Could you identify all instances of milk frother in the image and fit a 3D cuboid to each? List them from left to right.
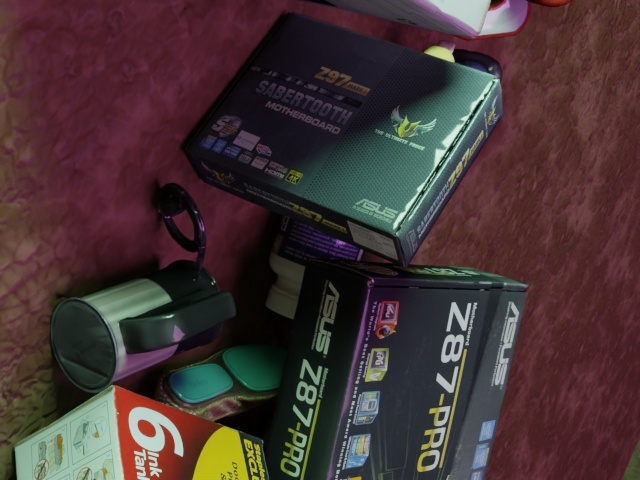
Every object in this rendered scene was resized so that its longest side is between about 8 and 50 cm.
[{"bbox_3d":[-0.157,0.037,0.900,0.134,0.129,0.143,-21,82,-51],"label":"milk frother"}]

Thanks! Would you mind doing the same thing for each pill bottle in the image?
[{"bbox_3d":[0.000,0.000,1.100,0.094,0.094,0.169,12,97,-58],"label":"pill bottle"}]

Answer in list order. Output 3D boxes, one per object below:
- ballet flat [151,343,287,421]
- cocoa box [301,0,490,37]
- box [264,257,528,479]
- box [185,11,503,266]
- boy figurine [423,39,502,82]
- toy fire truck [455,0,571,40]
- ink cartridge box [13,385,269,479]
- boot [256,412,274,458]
[{"bbox_3d":[-0.105,0.155,1.077,0.206,0.073,0.067,-3,138,-53],"label":"ballet flat"},{"bbox_3d":[-0.012,-0.316,0.762,0.347,0.231,0.228,7,101,-58],"label":"cocoa box"},{"bbox_3d":[0.072,0.222,1.126,0.318,0.097,0.395,6,99,-52],"label":"box"},{"bbox_3d":[0.022,-0.100,0.942,0.183,0.232,0.059,-55,152,-21],"label":"box"},{"bbox_3d":[0.110,-0.133,1.173,0.285,0.092,0.177,-32,138,-49],"label":"boy figurine"},{"bbox_3d":[0.152,-0.363,1.086,0.253,0.169,0.302,-10,118,-28],"label":"toy fire truck"},{"bbox_3d":[-0.107,0.315,0.880,0.130,0.309,0.272,-32,143,22],"label":"ink cartridge box"},{"bbox_3d":[-0.032,0.457,1.266,0.367,0.146,0.445,28,81,-49],"label":"boot"}]
